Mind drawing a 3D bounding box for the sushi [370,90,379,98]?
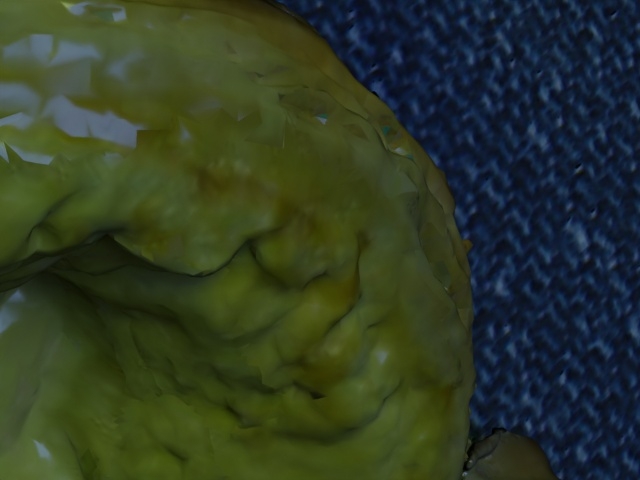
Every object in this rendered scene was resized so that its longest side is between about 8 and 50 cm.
[{"bbox_3d":[0.000,0.000,0.583,0.083,0.056,0.084,-33,108,-46],"label":"sushi"}]

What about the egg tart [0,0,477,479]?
[{"bbox_3d":[-0.102,0.068,0.407,0.315,0.120,0.315,-18,123,-30],"label":"egg tart"}]

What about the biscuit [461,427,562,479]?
[{"bbox_3d":[0.042,0.149,0.602,0.183,0.061,0.118,-18,59,-41],"label":"biscuit"}]
